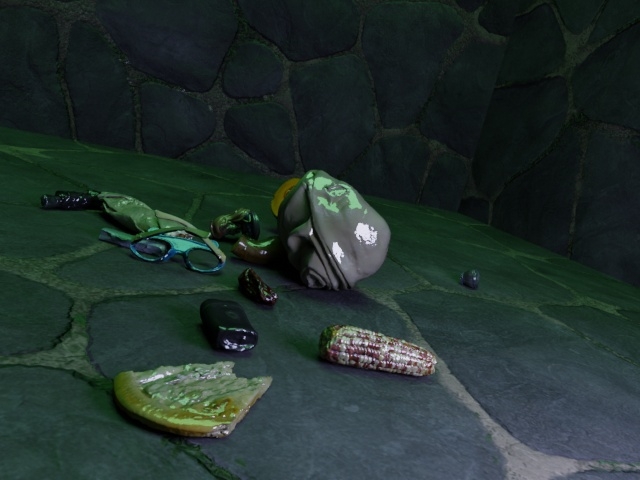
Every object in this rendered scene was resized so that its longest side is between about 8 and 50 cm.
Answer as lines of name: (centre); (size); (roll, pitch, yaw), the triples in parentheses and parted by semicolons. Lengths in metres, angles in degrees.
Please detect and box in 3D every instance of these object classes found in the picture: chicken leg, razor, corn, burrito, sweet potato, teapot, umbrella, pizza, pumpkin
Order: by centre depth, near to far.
pizza: (-0.166, 0.223, 0.839); (0.181, 0.034, 0.262); (22, 14, 35)
razor: (-0.172, 0.161, 1.061); (0.089, 0.054, 0.148); (8, 15, -26)
corn: (0.113, 0.219, 1.093); (0.236, 0.080, 0.079); (16, 11, -12)
chicken leg: (-0.156, 0.105, 1.349); (0.093, 0.053, 0.205); (34, 5, -38)
burrito: (-0.524, -0.067, 1.633); (0.391, 0.076, 0.117); (23, 15, 34)
sweet potato: (-0.131, 0.025, 1.644); (0.285, 0.085, 0.112); (2, 13, -46)
umbrella: (-0.731, -0.124, 1.704); (0.066, 0.059, 0.235); (-7, 0, 29)
teapot: (0.521, 0.134, 1.960); (0.056, 0.066, 0.088); (2, -18, 32)
pumpkin: (-0.002, -0.076, 2.050); (0.324, 0.242, 0.232); (17, -17, 33)

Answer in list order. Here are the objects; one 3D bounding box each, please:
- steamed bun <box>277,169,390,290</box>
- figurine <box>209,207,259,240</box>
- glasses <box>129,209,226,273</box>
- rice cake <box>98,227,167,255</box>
steamed bun: (0.003, -0.004, 1.500); (0.324, 0.310, 0.219); (47, 60, 6)
figurine: (-0.266, -0.051, 1.772); (0.156, 0.114, 0.126); (7, -22, -7)
glasses: (-0.349, 0.008, 1.366); (0.238, 0.102, 0.207); (12, -15, -4)
rice cake: (-0.487, 0.005, 1.461); (0.180, 0.031, 0.042); (16, 18, 6)
